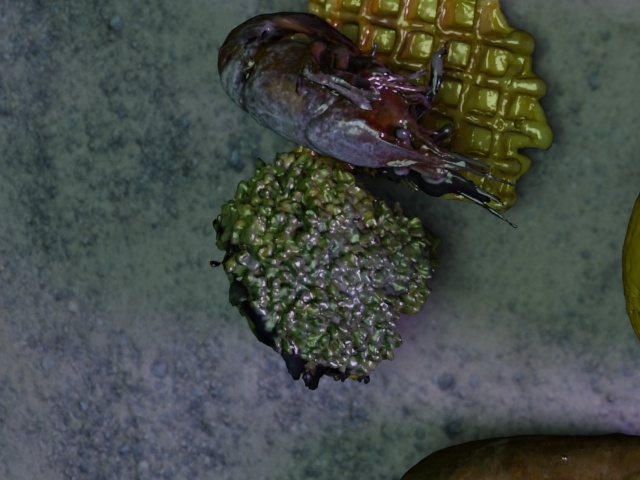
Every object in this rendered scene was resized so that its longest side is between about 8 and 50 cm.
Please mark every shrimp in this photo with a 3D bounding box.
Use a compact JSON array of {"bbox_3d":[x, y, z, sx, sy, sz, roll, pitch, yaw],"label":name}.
[{"bbox_3d":[0.050,-0.121,1.223,0.343,0.145,0.116,33,131,23],"label":"shrimp"}]

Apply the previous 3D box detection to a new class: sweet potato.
[{"bbox_3d":[0.256,0.249,1.255,0.423,0.130,0.130,-5,95,20],"label":"sweet potato"}]

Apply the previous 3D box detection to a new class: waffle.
[{"bbox_3d":[0.084,-0.144,1.308,0.283,0.065,0.309,-36,78,22],"label":"waffle"}]

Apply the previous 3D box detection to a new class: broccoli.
[{"bbox_3d":[0.012,-0.001,1.289,0.180,0.273,0.242,-33,125,16],"label":"broccoli"}]

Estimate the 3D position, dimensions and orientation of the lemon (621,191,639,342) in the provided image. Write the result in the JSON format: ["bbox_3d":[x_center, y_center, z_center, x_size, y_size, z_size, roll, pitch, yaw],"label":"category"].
[{"bbox_3d":[0.410,0.010,1.052,0.336,0.336,0.336,4,99,24],"label":"lemon"}]
